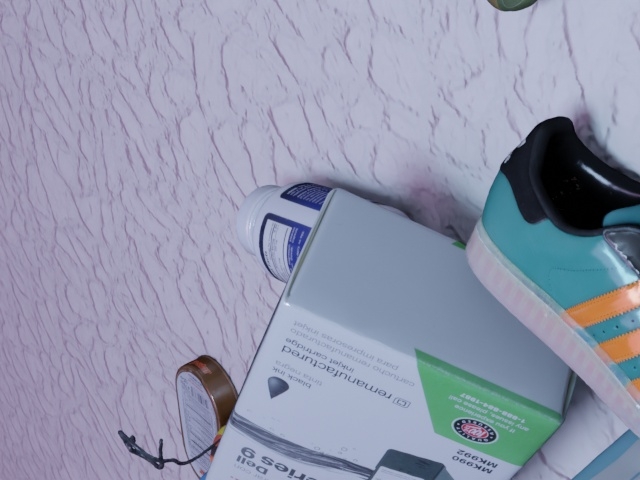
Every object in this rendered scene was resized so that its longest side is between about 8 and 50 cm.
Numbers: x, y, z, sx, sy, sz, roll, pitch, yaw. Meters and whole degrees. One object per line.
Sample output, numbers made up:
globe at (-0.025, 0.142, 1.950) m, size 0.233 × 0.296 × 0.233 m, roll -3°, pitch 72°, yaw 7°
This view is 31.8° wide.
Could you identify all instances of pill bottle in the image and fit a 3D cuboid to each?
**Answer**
pill bottle at (0.000, 0.000, 0.985) m, size 0.169 × 0.094 × 0.094 m, roll 21°, pitch 126°, yaw 50°

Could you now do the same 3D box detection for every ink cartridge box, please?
ink cartridge box at (0.048, 0.125, 0.881) m, size 0.211 × 0.121 × 0.289 m, roll 23°, pitch 140°, yaw 0°

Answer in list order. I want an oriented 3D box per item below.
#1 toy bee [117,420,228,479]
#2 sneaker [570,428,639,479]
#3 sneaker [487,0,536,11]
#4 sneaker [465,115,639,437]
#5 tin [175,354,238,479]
toy bee at (-0.056, 0.253, 1.205) m, size 0.195 × 0.162 × 0.298 m, roll 29°, pitch 157°, yaw 34°
sneaker at (0.209, 0.223, 0.619) m, size 0.208 × 0.319 × 0.127 m, roll 23°, pitch 133°, yaw 38°
sneaker at (0.161, -0.185, 0.653) m, size 0.086 × 0.064 × 0.192 m, roll 60°, pitch 145°, yaw 21°
sneaker at (0.215, 0.038, 0.675) m, size 0.302 × 0.108 × 0.121 m, roll 40°, pitch 135°, yaw 30°
tin at (-0.136, 0.231, 1.390) m, size 0.106 × 0.040 × 0.190 m, roll 33°, pitch 135°, yaw 48°
